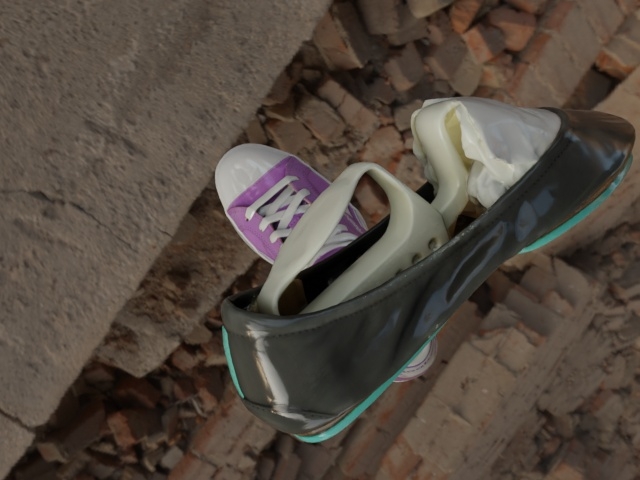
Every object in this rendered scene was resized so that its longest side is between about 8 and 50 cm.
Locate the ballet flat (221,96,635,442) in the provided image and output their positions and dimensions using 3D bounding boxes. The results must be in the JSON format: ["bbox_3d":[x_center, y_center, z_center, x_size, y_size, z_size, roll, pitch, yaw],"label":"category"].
[{"bbox_3d":[0.065,-0.015,0.362,0.280,0.095,0.096,-40,113,-20],"label":"ballet flat"}]

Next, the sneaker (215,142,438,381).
[{"bbox_3d":[0.001,0.000,0.597,0.102,0.282,0.161,-44,166,-3],"label":"sneaker"}]
